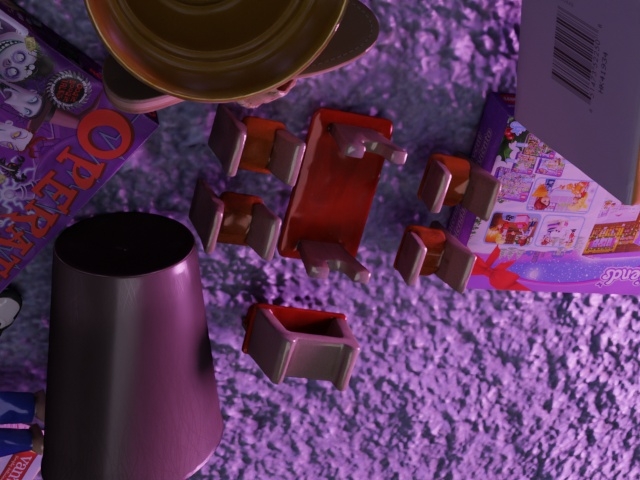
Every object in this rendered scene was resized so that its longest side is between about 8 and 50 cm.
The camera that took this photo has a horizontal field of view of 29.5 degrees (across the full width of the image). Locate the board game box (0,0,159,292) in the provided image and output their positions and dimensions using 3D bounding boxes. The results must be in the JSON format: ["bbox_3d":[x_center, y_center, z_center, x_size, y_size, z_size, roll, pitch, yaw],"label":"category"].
[{"bbox_3d":[-0.332,-0.046,1.061,0.347,0.056,0.208,-44,129,15],"label":"board game box"}]

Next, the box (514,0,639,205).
[{"bbox_3d":[0.357,-0.203,1.032,0.345,0.168,0.215,-20,130,-20],"label":"box"}]

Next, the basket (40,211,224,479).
[{"bbox_3d":[-0.178,0.100,1.143,0.204,0.154,0.227,-33,134,-49],"label":"basket"}]

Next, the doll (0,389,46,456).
[{"bbox_3d":[-0.360,0.183,1.159,0.189,0.046,0.129,3,108,-26],"label":"doll"}]

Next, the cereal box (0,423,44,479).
[{"bbox_3d":[-0.421,0.230,1.225,0.240,0.047,0.173,26,112,-31],"label":"cereal box"}]

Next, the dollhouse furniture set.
[{"bbox_3d":[0.000,0.000,1.166,0.262,0.135,0.259,9,110,-22],"label":"dollhouse furniture set"}]

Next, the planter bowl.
[{"bbox_3d":[-0.088,-0.226,0.970,0.217,0.090,0.217,-7,115,-15],"label":"planter bowl"}]

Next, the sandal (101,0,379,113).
[{"bbox_3d":[-0.071,-0.152,1.057,0.240,0.088,0.079,-16,161,-12],"label":"sandal"}]

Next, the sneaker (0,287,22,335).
[{"bbox_3d":[-0.322,0.090,1.161,0.040,0.044,0.109,35,107,-31],"label":"sneaker"}]

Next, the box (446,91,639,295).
[{"bbox_3d":[0.283,-0.041,1.241,0.293,0.057,0.201,3,122,-19],"label":"box"}]
